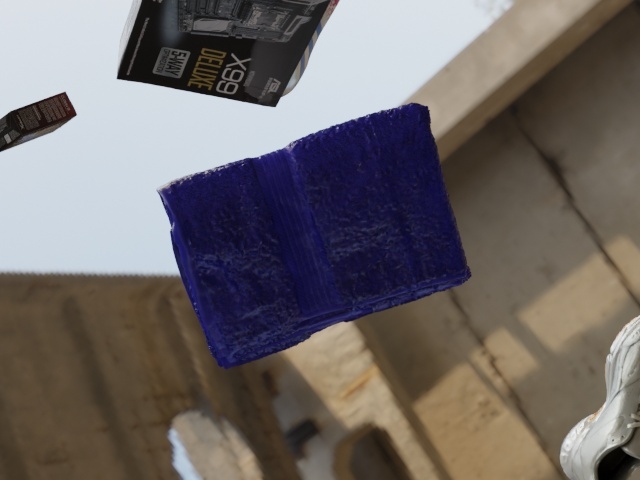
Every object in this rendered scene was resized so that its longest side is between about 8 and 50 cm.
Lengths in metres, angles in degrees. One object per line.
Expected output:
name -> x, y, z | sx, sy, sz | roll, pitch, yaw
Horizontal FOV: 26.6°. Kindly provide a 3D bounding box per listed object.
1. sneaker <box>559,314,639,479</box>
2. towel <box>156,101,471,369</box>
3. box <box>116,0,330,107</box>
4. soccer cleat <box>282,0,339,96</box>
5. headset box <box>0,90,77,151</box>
sneaker -> 0.404, 0.217, 1.711 | 0.099, 0.262, 0.121 | 19, -166, -15
towel -> 0.000, 0.000, 1.458 | 0.076, 0.308, 0.227 | -120, 11, -66
box -> -0.132, -0.314, 1.856 | 0.242, 0.307, 0.076 | 10, -121, -16
soccer cleat -> -0.045, -0.384, 2.291 | 0.116, 0.331, 0.143 | 25, -156, 12
headset box -> -0.313, -0.132, 1.486 | 0.083, 0.062, 0.032 | -29, -86, -39
